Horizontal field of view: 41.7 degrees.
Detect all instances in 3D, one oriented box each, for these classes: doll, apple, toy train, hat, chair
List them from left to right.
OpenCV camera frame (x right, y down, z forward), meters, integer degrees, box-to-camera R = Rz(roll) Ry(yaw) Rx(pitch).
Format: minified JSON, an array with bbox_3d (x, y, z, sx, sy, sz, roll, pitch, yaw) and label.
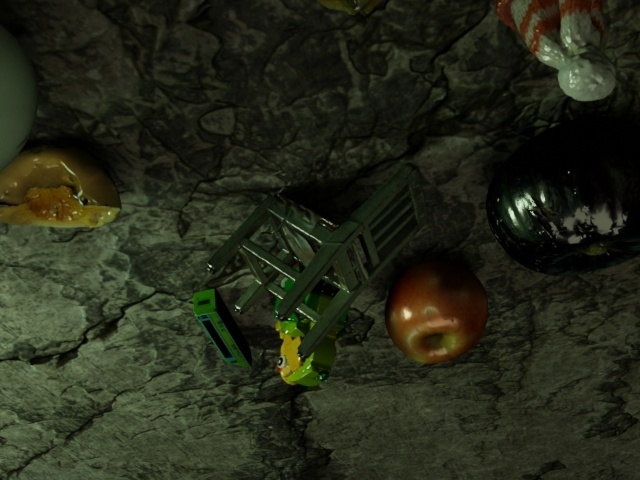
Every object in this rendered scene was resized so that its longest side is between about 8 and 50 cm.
[{"bbox_3d":[-0.157,0.151,1.352,0.042,0.044,0.209,-11,144,5],"label":"toy train"},{"bbox_3d":[-0.011,0.121,1.231,0.106,0.187,0.134,21,165,-35],"label":"doll"},{"bbox_3d":[0.000,0.000,1.117,0.270,0.147,0.136,-49,149,-16],"label":"chair"},{"bbox_3d":[0.174,0.104,1.271,0.163,0.139,0.163,2,135,2],"label":"apple"},{"bbox_3d":[0.239,-0.208,0.816,0.093,0.163,0.112,11,145,-28],"label":"hat"}]

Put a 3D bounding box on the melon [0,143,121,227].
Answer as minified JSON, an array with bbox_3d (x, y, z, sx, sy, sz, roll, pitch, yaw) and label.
[{"bbox_3d":[-0.318,-0.060,1.011,0.160,0.079,0.128,-2,163,-9],"label":"melon"}]

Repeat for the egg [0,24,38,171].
[{"bbox_3d":[-0.392,-0.126,0.804,0.264,0.183,0.183,-17,144,23],"label":"egg"}]

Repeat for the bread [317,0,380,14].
[{"bbox_3d":[-0.032,-0.299,0.706,0.269,0.098,0.087,36,84,-45],"label":"bread"}]

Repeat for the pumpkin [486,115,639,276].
[{"bbox_3d":[0.323,-0.052,1.046,0.232,0.163,0.233,-7,156,-3],"label":"pumpkin"}]
